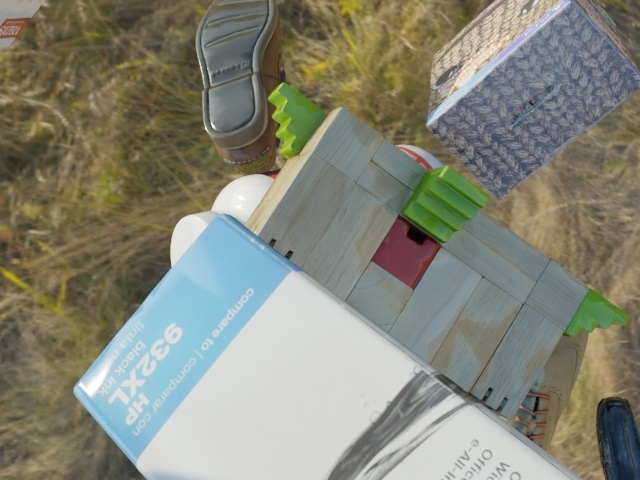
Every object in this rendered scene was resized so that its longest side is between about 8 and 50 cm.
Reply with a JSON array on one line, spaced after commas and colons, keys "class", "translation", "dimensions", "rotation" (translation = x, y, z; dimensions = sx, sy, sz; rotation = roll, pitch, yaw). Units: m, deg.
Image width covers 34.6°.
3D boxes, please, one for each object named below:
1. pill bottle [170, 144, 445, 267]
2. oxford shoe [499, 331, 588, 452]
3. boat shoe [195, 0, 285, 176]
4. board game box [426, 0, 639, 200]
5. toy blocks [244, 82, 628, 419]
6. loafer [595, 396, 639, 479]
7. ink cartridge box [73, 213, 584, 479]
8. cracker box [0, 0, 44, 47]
[{"class": "pill bottle", "translation": [0.000, 0.000, 1.175], "dimensions": [0.181, 0.323, 0.181], "rotation": [23, 120, 48]}, {"class": "oxford shoe", "translation": [0.264, 0.215, 1.289], "dimensions": [0.123, 0.130, 0.348], "rotation": [11, 115, -9]}, {"class": "boat shoe", "translation": [-0.101, -0.216, 1.368], "dimensions": [0.111, 0.104, 0.307], "rotation": [-8, 52, 17]}, {"class": "board game box", "translation": [0.275, -0.227, 1.372], "dimensions": [0.141, 0.291, 0.232], "rotation": [43, 114, -14]}, {"class": "toy blocks", "translation": [0.051, 0.072, 0.936], "dimensions": [0.381, 0.191, 0.261], "rotation": [34, 81, -12]}, {"class": "loafer", "translation": [0.317, 0.251, 0.968], "dimensions": [0.078, 0.076, 0.223], "rotation": [-18, 88, 11]}, {"class": "ink cartridge box", "translation": [0.053, 0.147, 0.507], "dimensions": [0.129, 0.223, 0.307], "rotation": [-50, 48, -6]}, {"class": "cracker box", "translation": [-0.209, -0.240, 0.720], "dimensions": [0.067, 0.156, 0.232], "rotation": [42, 104, -1]}]
